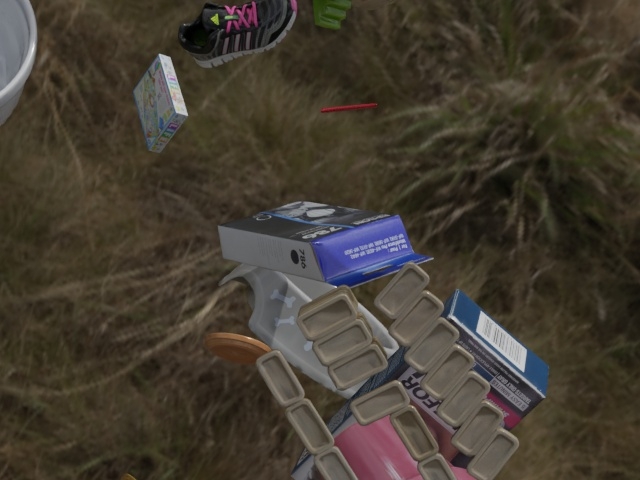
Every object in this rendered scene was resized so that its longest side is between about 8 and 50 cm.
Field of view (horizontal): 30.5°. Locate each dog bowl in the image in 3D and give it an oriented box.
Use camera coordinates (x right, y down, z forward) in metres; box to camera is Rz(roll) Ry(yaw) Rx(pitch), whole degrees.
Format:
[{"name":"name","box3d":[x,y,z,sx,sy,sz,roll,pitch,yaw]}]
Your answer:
[{"name":"dog bowl","box3d":[-0.010,0.137,2.040,0.348,0.102,0.349,37,7,-5]}]

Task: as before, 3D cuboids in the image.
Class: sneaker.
[{"name":"sneaker","box3d":[-0.109,-0.267,1.455,0.074,0.170,0.063,20,59,-53]}]

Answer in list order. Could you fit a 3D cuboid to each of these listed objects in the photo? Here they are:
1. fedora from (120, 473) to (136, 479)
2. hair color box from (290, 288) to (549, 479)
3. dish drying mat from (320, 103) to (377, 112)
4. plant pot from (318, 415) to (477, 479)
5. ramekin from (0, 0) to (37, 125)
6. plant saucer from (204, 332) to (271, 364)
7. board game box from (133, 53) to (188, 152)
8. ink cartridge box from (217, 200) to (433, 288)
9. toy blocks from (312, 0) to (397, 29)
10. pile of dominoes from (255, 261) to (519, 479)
[{"name":"fedora","box3d":[-0.204,0.394,1.602,0.079,0.194,0.194,-25,70,-27]},{"name":"hair color box","box3d":[0.136,0.253,1.630,0.174,0.347,0.105,40,23,-2]},{"name":"dish drying mat","box3d":[0.043,-0.198,1.755,0.083,0.032,0.008,-4,95,7]},{"name":"plant pot","box3d":[0.095,0.325,1.470,0.201,0.201,0.180,-11,43,-27]},{"name":"ramekin","box3d":[-0.399,-0.191,1.209,0.207,0.109,0.207,6,66,-13]},{"name":"plant saucer","box3d":[-0.100,0.134,1.425,0.083,0.083,0.013,16,66,-11]},{"name":"board game box","box3d":[-0.295,-0.251,2.148,0.026,0.103,0.154,12,44,-37]},{"name":"ink cartridge box","box3d":[0.000,0.000,1.735,0.165,0.332,0.065,-17,107,-33]},{"name":"toy blocks","box3d":[0.079,-0.430,1.652,0.381,0.260,0.191,2,80,-49]},{"name":"pile of dominoes","box3d":[0.071,0.161,1.181,0.251,0.196,0.040,59,11,-9]}]
